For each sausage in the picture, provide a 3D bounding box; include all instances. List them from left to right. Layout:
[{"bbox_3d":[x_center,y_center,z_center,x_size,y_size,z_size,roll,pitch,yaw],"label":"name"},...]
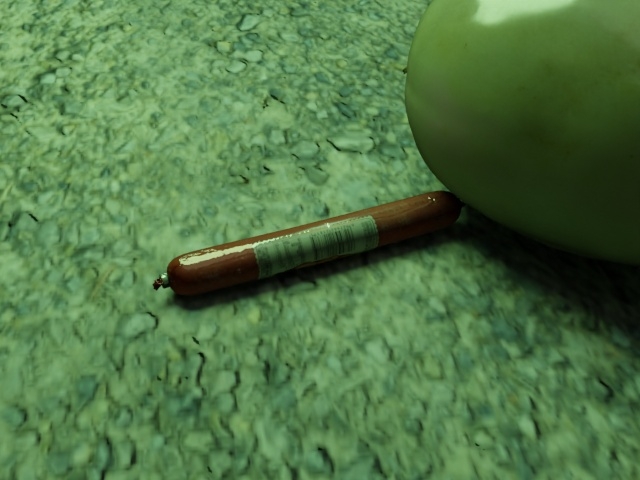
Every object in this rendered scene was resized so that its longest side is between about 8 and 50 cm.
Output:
[{"bbox_3d":[0.000,0.000,0.643,0.253,0.034,0.034,-14,41,-21],"label":"sausage"}]

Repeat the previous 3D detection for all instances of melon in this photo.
[{"bbox_3d":[0.207,-0.099,0.630,0.317,0.223,0.223,21,42,25],"label":"melon"}]
